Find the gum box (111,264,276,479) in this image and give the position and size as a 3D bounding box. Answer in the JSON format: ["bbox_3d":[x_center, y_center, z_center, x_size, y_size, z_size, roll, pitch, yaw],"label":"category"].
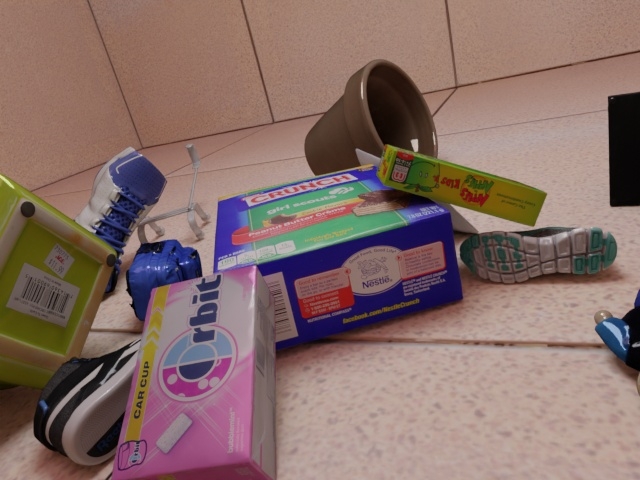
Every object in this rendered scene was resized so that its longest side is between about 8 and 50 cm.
[{"bbox_3d":[-0.098,0.113,0.418,0.107,0.062,0.188,-12,47,7],"label":"gum box"}]

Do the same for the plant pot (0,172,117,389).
[{"bbox_3d":[-0.394,0.054,0.561,0.207,0.228,0.227,2,64,19],"label":"plant pot"}]

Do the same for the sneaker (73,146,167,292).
[{"bbox_3d":[-0.387,-0.001,0.866,0.315,0.127,0.182,-48,44,-3],"label":"sneaker"}]

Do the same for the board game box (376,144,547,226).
[{"bbox_3d":[0.164,-0.069,0.584,0.181,0.043,0.092,15,15,-3],"label":"board game box"}]

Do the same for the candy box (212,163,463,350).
[{"bbox_3d":[0.000,0.000,0.663,0.268,0.122,0.317,-14,20,-6],"label":"candy box"}]

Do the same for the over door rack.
[{"bbox_3d":[-0.385,-0.082,1.109,0.239,0.108,0.324,-16,41,-2],"label":"over door rack"}]

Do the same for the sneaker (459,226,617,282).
[{"bbox_3d":[0.254,0.013,0.575,0.166,0.065,0.076,-1,8,24],"label":"sneaker"}]

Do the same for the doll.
[{"bbox_3d":[0.299,0.071,0.392,0.129,0.046,0.189,5,28,44],"label":"doll"}]

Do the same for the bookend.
[{"bbox_3d":[0.464,-0.151,0.698,0.072,0.157,0.156,1,26,33],"label":"bookend"}]

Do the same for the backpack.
[{"bbox_3d":[-0.230,0.055,0.710,0.101,0.098,0.120,-11,20,0],"label":"backpack"}]

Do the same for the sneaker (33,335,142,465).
[{"bbox_3d":[-0.207,0.131,0.523,0.121,0.079,0.217,2,27,34],"label":"sneaker"}]

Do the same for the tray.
[{"bbox_3d":[0.142,-0.082,0.803,0.030,0.145,0.270,-50,23,5],"label":"tray"}]

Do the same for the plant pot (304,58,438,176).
[{"bbox_3d":[0.092,-0.224,1.054,0.229,0.263,0.263,-18,13,42],"label":"plant pot"}]
